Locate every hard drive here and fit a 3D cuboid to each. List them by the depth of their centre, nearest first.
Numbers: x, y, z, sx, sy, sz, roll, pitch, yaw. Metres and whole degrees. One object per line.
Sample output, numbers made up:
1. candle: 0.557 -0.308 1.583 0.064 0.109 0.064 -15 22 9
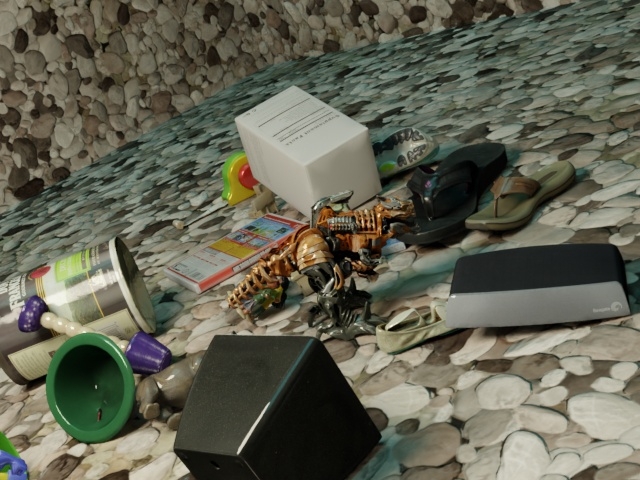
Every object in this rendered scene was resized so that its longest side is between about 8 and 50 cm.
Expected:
1. hard drive: 0.311 0.062 1.410 0.255 0.054 0.172 -6 23 17

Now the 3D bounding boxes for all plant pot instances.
1. plant pot: -0.068 0.242 1.215 0.187 0.188 0.167 -4 39 41

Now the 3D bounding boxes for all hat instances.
1. hat: -0.343 0.240 1.645 0.173 0.208 0.183 -55 -25 10

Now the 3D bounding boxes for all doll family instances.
1. doll family: -0.106 0.088 1.792 0.111 0.076 0.193 -42 26 -1

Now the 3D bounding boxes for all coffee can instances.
1. coffee can: -0.482 0.135 1.878 0.275 0.201 0.201 -22 19 -2

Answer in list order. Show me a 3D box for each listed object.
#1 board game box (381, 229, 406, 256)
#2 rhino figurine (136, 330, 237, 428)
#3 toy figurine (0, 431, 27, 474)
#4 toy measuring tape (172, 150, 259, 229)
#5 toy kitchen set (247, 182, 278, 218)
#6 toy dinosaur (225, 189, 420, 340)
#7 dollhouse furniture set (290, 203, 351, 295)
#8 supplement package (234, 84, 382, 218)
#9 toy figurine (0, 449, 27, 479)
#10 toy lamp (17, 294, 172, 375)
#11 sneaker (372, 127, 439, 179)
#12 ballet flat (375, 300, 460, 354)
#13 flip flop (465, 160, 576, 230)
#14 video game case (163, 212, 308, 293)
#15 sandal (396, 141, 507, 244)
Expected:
1. board game box: 0.118 0.005 1.862 0.090 0.020 0.090 -17 20 11
2. rhino figurine: -0.186 0.214 1.552 0.243 0.073 0.106 -28 23 -22
3. toy figurine: -0.542 0.385 1.465 0.159 0.130 0.173 -35 44 1
4. toy measuring tape: -0.249 -0.147 2.517 0.330 0.121 0.121 -28 20 -18
5. toy kitchen set: -0.158 -0.089 2.308 0.075 0.083 0.068 -3 26 43
6. toy dinosaur: 0.011 0.037 1.592 0.322 0.218 0.164 -15 21 19
7. dollhouse furniture set: 0.000 0.000 1.848 0.161 0.101 0.182 -31 17 3
8. supplement package: -0.027 -0.192 2.173 0.175 0.177 0.293 -32 42 -19
9. toy figurine: -0.490 0.398 1.309 0.362 0.217 0.191 -61 29 17
10. toy lamp: -0.394 0.170 1.714 0.275 0.080 0.080 19 31 10
11. sneaker: 0.149 -0.179 2.246 0.275 0.107 0.110 -14 -9 33
12. ballet flat: 0.162 0.120 1.460 0.168 0.052 0.057 -23 20 -4
13. flip flop: 0.360 -0.092 1.772 0.277 0.080 0.112 -33 22 -29
14. video game case: -0.185 0.023 2.128 0.285 0.025 0.204 -30 20 -21
15. sandal: 0.244 -0.120 1.917 0.168 0.107 0.446 -5 24 27
